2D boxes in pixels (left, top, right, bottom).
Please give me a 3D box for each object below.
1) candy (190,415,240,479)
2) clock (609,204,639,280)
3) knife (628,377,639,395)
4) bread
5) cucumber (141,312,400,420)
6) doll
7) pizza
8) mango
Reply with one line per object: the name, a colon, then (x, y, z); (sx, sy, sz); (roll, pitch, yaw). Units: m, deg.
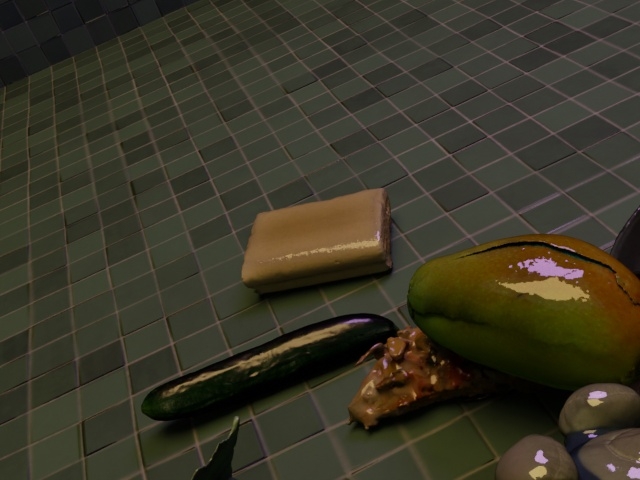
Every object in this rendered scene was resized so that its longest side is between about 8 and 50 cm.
candy: (0.040, 0.284, 0.463); (0.398, 0.172, 0.263); (19, 44, 19)
clock: (0.388, -0.062, 0.741); (0.319, 0.066, 0.319); (-45, -2, -2)
knife: (0.383, 0.056, 0.782); (0.336, 0.043, 0.081); (-29, 27, -22)
bread: (0.000, 0.001, 1.057); (0.178, 0.060, 0.139); (-11, 35, 17)
cucumber: (-0.053, 0.131, 0.907); (0.284, 0.056, 0.056); (-19, 32, -3)
doll: (0.267, 0.171, 0.547); (0.258, 0.154, 0.228); (-13, -3, 33)
pizza: (0.129, 0.099, 0.830); (0.226, 0.069, 0.147); (-13, 35, 14)
mango: (0.176, 0.054, 0.736); (0.233, 0.111, 0.125); (15, 51, 39)
